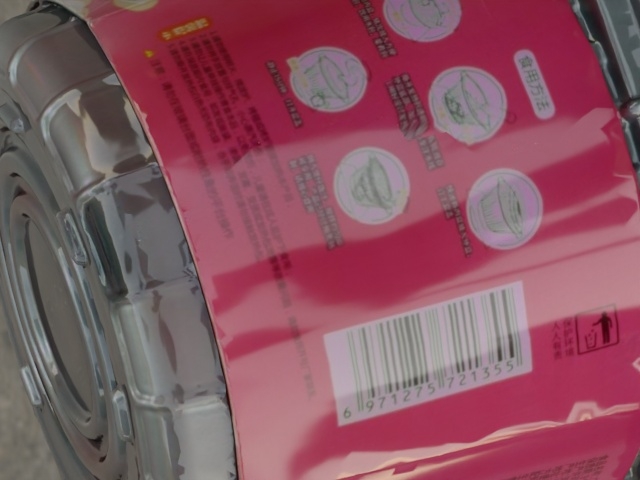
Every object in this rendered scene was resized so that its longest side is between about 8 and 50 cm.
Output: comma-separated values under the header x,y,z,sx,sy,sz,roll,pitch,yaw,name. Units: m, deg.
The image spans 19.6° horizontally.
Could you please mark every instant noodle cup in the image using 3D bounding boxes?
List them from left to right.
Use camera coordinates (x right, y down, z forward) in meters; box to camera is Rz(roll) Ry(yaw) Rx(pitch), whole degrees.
x,y,z,sx,sy,sz,roll,pitch,yaw,name
0.000,0.000,0.574,0.181,0.302,0.258,-16,148,-20,instant noodle cup
